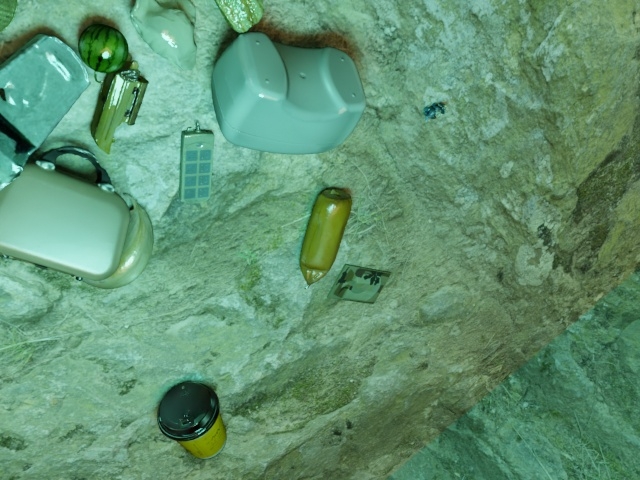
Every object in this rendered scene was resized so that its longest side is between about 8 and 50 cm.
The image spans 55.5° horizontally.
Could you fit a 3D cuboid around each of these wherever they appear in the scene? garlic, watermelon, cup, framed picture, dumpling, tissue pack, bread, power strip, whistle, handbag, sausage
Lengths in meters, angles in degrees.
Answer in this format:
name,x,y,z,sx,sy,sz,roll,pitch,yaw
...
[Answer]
name,x,y,z,sx,sy,sz,roll,pitch,yaw
garlic,-0.503,0.021,1.519,0.164,0.145,0.245,44,94,-11
watermelon,-0.449,-0.391,1.254,0.109,0.109,0.109,-15,129,-19
cup,-0.396,0.585,1.950,0.196,0.196,0.279,-25,140,-11
framed picture,0.132,0.149,2.033,0.201,0.010,0.136,12,115,-35
dumpling,-0.314,-0.458,1.294,0.169,0.100,0.134,36,65,-20
tissue pack,-0.084,-0.321,1.410,0.333,0.229,0.236,0,153,-32
bread,-0.188,-0.542,1.262,0.102,0.138,0.196,-25,133,2
power strip,-0.310,-0.190,1.522,0.080,0.029,0.227,-7,126,-25
whistle,-0.641,-0.231,1.194,0.405,0.188,0.168,-35,132,1
handbag,-0.573,-0.071,1.351,0.302,0.149,0.283,21,84,-28
sausage,0.006,0.002,1.791,0.112,0.112,0.328,-1,123,-29

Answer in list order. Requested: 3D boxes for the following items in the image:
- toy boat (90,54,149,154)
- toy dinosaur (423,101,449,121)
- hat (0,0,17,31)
name,x,y,z,sx,sy,sz,roll,pitch,yaw
toy boat,-0.443,-0.296,1.346,0.088,0.068,0.226,5,120,-41
toy dinosaur,0.329,-0.368,1.739,0.083,0.047,0.030,-28,134,-11
hat,-0.640,-0.442,1.126,0.146,0.067,0.146,-15,129,-19
